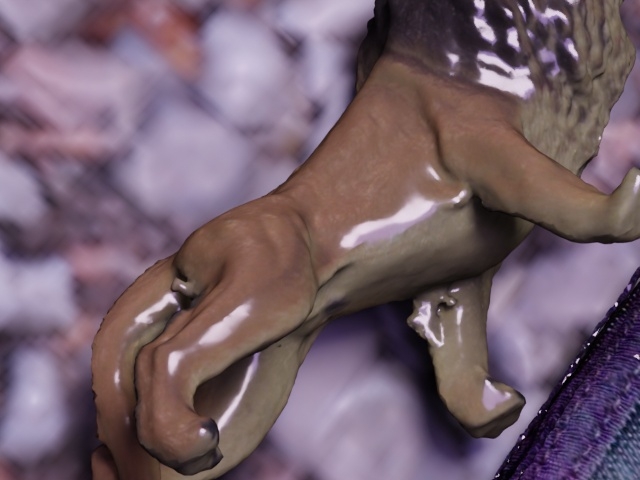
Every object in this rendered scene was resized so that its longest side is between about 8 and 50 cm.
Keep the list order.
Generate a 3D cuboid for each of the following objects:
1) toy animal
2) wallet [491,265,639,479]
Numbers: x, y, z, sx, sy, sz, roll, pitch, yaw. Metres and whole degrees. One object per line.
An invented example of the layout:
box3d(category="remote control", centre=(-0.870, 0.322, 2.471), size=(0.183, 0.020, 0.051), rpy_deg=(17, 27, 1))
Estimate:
box3d(category="toy animal", centre=(0.013, 0.010, 0.397), size=(0.086, 0.069, 0.220), rpy_deg=(29, 55, 17))
box3d(category="wallet", centre=(0.114, 0.085, 0.423), size=(0.166, 0.030, 0.111), rpy_deg=(41, 57, -3))
